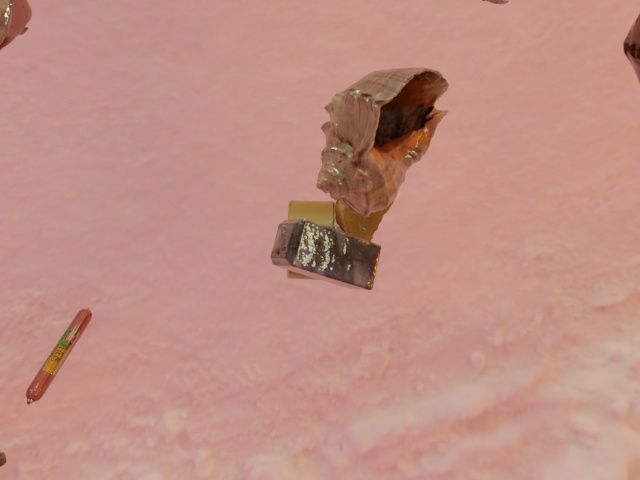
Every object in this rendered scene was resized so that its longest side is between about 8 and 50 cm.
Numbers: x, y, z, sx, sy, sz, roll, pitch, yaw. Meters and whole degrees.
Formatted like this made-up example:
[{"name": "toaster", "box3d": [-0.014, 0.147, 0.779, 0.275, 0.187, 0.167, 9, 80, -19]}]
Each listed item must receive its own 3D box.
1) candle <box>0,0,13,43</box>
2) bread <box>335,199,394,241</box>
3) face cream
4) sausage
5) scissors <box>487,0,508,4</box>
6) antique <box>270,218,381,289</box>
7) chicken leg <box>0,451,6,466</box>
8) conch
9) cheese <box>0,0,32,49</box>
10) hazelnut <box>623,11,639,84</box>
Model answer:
[{"name": "candle", "box3d": [-0.329, -0.179, 0.487, 0.068, 0.192, 0.169, 7, 96, 12]}, {"name": "bread", "box3d": [0.102, -0.077, 1.539, 0.125, 0.086, 0.156, 26, 107, -23]}, {"name": "face cream", "box3d": [0.000, 0.000, 1.712, 0.179, 0.218, 0.218, 2, 103, -1]}, {"name": "sausage", "box3d": [-0.458, 0.198, 1.104, 0.029, 0.223, 0.029, 6, 129, 7]}, {"name": "scissors", "box3d": [0.311, -0.540, 1.352, 0.212, 0.110, 0.021, -13, 145, -19]}, {"name": "antique", "box3d": [0.006, 0.024, 1.113, 0.182, 0.088, 0.086, 19, 80, -29]}, {"name": "chicken leg", "box3d": [-0.697, 0.446, 1.303, 0.093, 0.178, 0.070, 20, 62, 7]}, {"name": "conch", "box3d": [0.108, -0.230, 1.265, 0.209, 0.297, 0.352, 28, 60, 14]}, {"name": "cheese", "box3d": [-0.435, -0.238, 0.632, 0.177, 0.128, 0.203, 42, 83, -9]}, {"name": "hazelnut", "box3d": [0.516, -0.273, 0.811, 0.186, 0.210, 0.210, -42, 108, -16]}]
